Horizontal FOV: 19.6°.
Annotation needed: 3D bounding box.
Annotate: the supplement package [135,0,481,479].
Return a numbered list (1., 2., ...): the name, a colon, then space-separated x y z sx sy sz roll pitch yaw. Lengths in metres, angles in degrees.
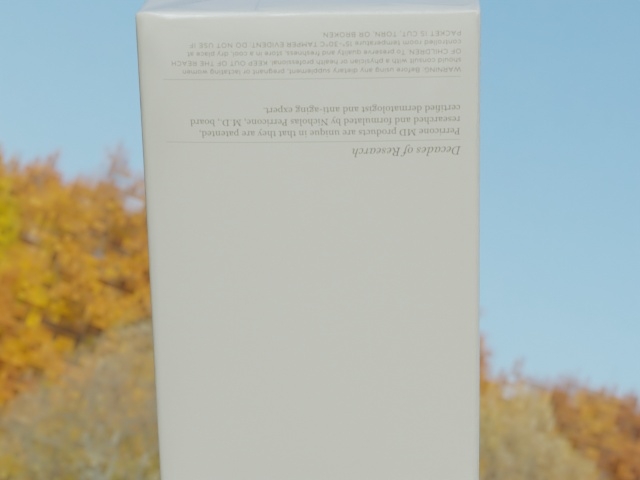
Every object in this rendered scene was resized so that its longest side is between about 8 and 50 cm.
1. supplement package: 0.000 0.000 1.025 0.175 0.293 0.177 -1 17 3
